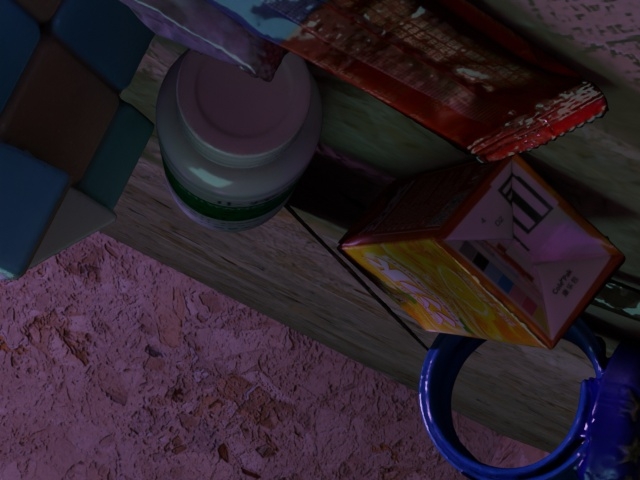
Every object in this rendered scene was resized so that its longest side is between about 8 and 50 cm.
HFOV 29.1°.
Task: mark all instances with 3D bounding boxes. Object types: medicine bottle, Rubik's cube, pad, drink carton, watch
[{"bbox_3d":[-0.050,-0.062,0.730,0.095,0.095,0.260,25,173,-1],"label":"medicine bottle"},{"bbox_3d":[-0.225,-0.088,0.661,0.265,0.213,0.224,23,173,23],"label":"Rubik's cube"},{"bbox_3d":[0.000,0.000,1.019,0.220,0.004,0.330,45,180,19],"label":"pad"},{"bbox_3d":[0.089,0.008,0.770,0.096,0.071,0.223,42,170,-8],"label":"drink carton"},{"bbox_3d":[0.189,0.153,1.075,0.200,0.196,0.171,15,160,19],"label":"watch"}]

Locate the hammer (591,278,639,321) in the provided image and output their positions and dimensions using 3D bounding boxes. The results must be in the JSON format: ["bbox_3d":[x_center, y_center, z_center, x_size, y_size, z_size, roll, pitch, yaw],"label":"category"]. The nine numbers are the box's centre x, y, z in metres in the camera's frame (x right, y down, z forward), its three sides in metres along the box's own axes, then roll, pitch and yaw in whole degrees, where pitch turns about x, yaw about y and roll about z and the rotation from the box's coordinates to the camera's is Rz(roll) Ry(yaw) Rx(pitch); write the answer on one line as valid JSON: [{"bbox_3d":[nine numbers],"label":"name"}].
[{"bbox_3d":[0.230,0.047,0.825,0.297,0.027,0.125,21,167,28],"label":"hammer"}]

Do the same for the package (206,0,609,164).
[{"bbox_3d":[0.020,-0.090,0.504,0.200,0.022,0.083,29,148,-24],"label":"package"}]

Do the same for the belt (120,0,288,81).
[{"bbox_3d":[-0.111,-0.144,0.524,0.232,0.053,0.071,29,169,-20],"label":"belt"}]
